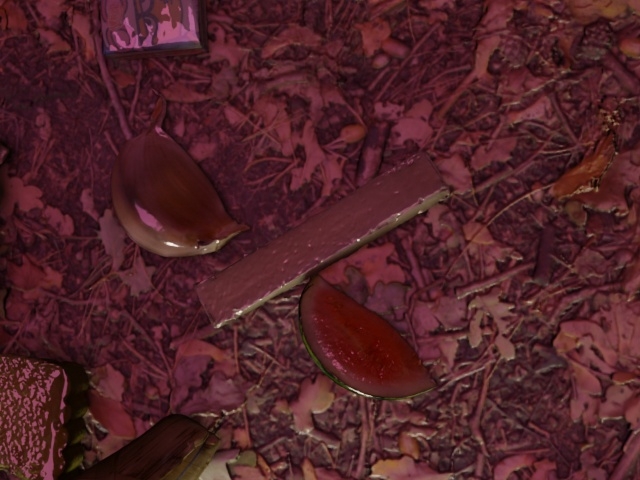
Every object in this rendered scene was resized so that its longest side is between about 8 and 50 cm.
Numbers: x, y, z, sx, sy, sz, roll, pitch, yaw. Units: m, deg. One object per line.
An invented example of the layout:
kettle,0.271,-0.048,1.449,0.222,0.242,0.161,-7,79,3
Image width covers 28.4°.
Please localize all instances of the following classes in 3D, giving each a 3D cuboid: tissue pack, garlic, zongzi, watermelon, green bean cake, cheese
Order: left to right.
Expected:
green bean cake,-0.466,0.279,1.866,0.236,0.124,0.232,6,88,9
zongzi,-0.291,0.326,1.789,0.228,0.256,0.115,-58,39,0
garlic,-0.246,-0.086,1.866,0.128,0.148,0.266,-29,87,44
tissue pack,-0.248,-0.334,1.886,0.155,0.065,0.115,-4,85,10
cheese,0.000,0.000,1.839,0.400,0.034,0.085,-30,64,8
watermelon,0.051,0.154,1.826,0.245,0.063,0.119,42,81,9

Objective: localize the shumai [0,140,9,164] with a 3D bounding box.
shumai,-0.607,-0.059,1.856,0.346,0.217,0.283,35,94,12
